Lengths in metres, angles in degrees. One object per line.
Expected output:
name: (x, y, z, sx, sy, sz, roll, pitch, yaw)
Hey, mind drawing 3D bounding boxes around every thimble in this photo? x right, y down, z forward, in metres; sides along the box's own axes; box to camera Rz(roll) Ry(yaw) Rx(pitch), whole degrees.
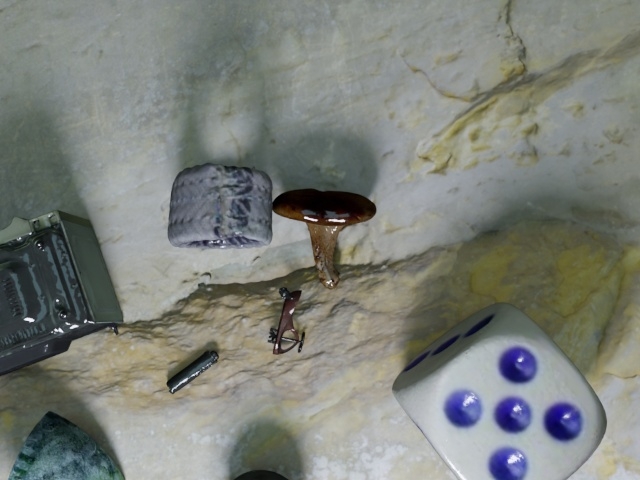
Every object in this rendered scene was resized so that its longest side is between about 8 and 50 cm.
thimble: (-0.206, -0.066, 1.430, 0.217, 0.245, 0.157, 0, 85, -19)

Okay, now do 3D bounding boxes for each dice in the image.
dice: (0.348, 0.327, 1.374, 0.304, 0.277, 0.304, -38, 88, -4)

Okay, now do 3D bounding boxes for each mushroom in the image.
mushroom: (0.000, 0.000, 1.494, 0.227, 0.148, 0.217, 7, 101, 7)

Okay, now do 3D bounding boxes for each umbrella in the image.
umbrella: (-0.282, 0.286, 1.506, 0.133, 0.031, 0.036, -36, 87, -3)

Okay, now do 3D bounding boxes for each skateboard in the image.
skateboard: (-0.067, 0.180, 1.504, 0.080, 0.067, 0.151, 14, 91, -8)

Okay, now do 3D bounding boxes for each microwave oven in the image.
microwave oven: (-0.642, 0.119, 1.434, 0.355, 0.218, 0.286, -19, 84, -1)

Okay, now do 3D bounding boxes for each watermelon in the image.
watermelon: (-0.567, 0.504, 1.416, 0.320, 0.214, 0.289, -5, 77, -44)

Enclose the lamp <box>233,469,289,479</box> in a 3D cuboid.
lamp: (-0.142, 0.626, 1.419, 0.182, 0.182, 0.313, 18, 104, 2)
